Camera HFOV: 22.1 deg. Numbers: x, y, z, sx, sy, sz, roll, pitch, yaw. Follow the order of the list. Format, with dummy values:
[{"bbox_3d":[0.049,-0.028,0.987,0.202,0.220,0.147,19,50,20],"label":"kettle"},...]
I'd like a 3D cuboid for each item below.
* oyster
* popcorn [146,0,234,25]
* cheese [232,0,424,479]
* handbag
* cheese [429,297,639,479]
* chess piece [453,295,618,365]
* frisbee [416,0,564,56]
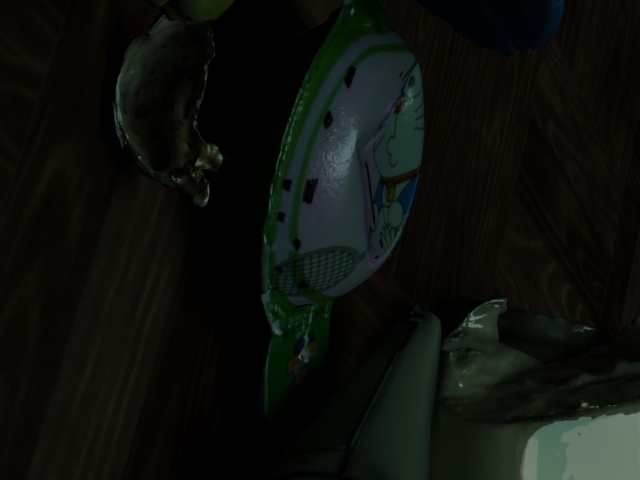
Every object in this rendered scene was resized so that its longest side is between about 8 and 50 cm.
[{"bbox_3d":[-0.070,-0.070,0.841,0.083,0.081,0.038,-53,-179,7],"label":"oyster"},{"bbox_3d":[-0.051,-0.206,0.726,0.221,0.184,0.204,10,55,-62],"label":"popcorn"},{"bbox_3d":[0.000,0.000,0.976,0.204,0.083,0.320,-32,133,-66],"label":"cheese"},{"bbox_3d":[0.041,0.178,1.049,0.315,0.109,0.241,-40,140,-68],"label":"handbag"},{"bbox_3d":[0.197,0.157,1.171,0.266,0.127,0.233,-6,97,-22],"label":"cheese"},{"bbox_3d":[0.148,0.181,1.288,0.144,0.144,0.251,16,87,-64],"label":"chess piece"},{"bbox_3d":[0.040,-0.195,0.880,0.045,0.242,0.242,-37,137,-12],"label":"frisbee"}]
